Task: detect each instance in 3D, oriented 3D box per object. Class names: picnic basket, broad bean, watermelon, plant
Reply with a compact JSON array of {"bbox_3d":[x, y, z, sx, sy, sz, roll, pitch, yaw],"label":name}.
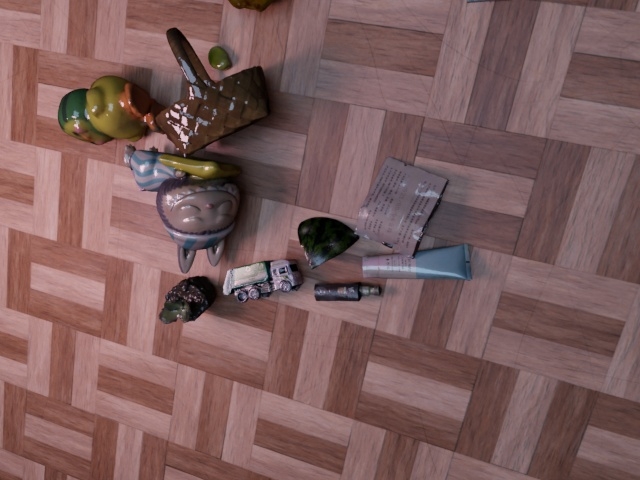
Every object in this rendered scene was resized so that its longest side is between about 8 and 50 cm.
[{"bbox_3d":[-0.328,-0.438,1.261,0.337,0.293,0.337,-1,107,-5],"label":"picnic basket"},{"bbox_3d":[-0.313,-0.557,1.379,0.063,0.045,0.083,-42,80,17],"label":"broad bean"},{"bbox_3d":[0.003,-0.012,1.368,0.145,0.193,0.137,60,152,0],"label":"watermelon"},{"bbox_3d":[-0.433,0.197,1.471,0.142,0.203,0.131,-38,97,12],"label":"plant"}]

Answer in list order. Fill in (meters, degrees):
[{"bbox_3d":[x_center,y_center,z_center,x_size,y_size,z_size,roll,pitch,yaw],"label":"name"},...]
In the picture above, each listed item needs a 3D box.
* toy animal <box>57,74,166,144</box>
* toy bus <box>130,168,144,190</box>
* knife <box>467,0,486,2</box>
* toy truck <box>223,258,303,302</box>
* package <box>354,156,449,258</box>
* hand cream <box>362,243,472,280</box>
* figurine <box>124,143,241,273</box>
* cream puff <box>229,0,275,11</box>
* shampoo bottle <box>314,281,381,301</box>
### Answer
[{"bbox_3d":[-0.665,-0.416,1.425,0.338,0.216,0.191,-7,72,19],"label":"toy animal"},{"bbox_3d":[-0.610,-0.230,1.511,0.037,0.052,0.131,-20,96,18],"label":"toy bus"},{"bbox_3d":[0.493,-0.641,1.170,0.210,0.015,0.028,5,107,14],"label":"knife"},{"bbox_3d":[-0.188,0.129,1.444,0.253,0.114,0.124,-16,85,16],"label":"toy truck"},{"bbox_3d":[0.229,-0.095,1.302,0.204,0.062,0.251,25,102,18],"label":"package"},{"bbox_3d":[0.284,0.070,1.336,0.312,0.070,0.111,-2,70,12],"label":"hand cream"},{"bbox_3d":[-0.438,-0.082,1.387,0.361,0.266,0.378,15,99,22],"label":"figurine"},{"bbox_3d":[-0.208,-0.774,1.211,0.282,0.282,0.185,13,77,12],"label":"cream puff"},{"bbox_3d":[0.085,0.160,1.405,0.207,0.063,0.057,-3,89,17],"label":"shampoo bottle"}]
